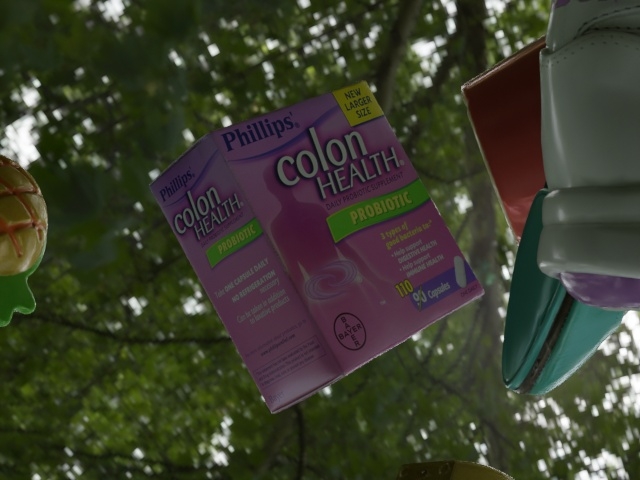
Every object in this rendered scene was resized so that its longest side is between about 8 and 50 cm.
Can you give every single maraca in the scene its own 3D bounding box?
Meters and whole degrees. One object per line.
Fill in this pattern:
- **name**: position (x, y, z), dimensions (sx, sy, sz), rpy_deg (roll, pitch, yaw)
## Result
- **maraca**: position (-0.314, -0.006, 1.162), dimensions (0.099, 0.127, 0.186), rpy_deg (-38, -134, 38)

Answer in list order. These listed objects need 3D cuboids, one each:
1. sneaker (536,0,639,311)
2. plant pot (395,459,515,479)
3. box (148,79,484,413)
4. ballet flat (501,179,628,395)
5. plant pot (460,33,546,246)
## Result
- **sneaker**: position (0.216, -0.061, 0.444), dimensions (0.305, 0.152, 0.114), rpy_deg (-6, 179, -22)
- **plant pot**: position (0.087, 0.188, 0.822), dimensions (0.081, 0.083, 0.081), rpy_deg (-14, -140, 41)
- **box**: position (0.000, 0.000, 1.160), dimensions (0.213, 0.243, 0.117), rpy_deg (-24, 172, -43)
- **ballet flat**: position (0.154, -0.027, 0.644), dimensions (0.087, 0.247, 0.083), rpy_deg (4, -162, -8)
- **plant pot**: position (0.297, -0.118, 1.338), dimensions (0.243, 0.275, 0.275), rpy_deg (-20, -136, 9)
